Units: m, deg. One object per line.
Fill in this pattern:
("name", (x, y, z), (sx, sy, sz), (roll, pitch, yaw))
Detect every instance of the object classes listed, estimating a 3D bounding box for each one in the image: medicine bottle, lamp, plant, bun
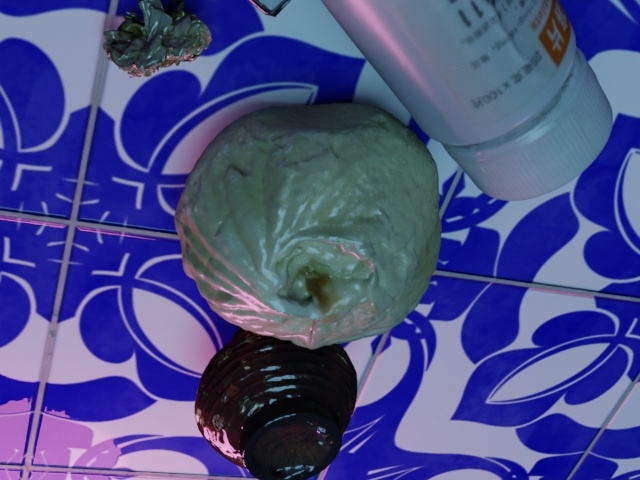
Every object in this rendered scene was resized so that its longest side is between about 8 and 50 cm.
("medicine bottle", (0.167, -0.227, 1.038), (0.211, 0.211, 0.371), (-35, 127, 15))
("lamp", (-0.064, 0.223, 1.330), (0.247, 0.247, 0.247), (-6, 128, -8))
("plant", (-0.185, -0.245, 1.025), (0.117, 0.104, 0.121), (-16, 107, -27))
("bun", (0.000, 0.000, 1.168), (0.349, 0.227, 0.352), (-26, 130, 6))

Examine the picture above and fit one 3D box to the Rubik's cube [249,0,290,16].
("Rubik's cube", (-0.061, -0.366, 0.895), (0.182, 0.187, 0.184), (-42, 122, 20))
